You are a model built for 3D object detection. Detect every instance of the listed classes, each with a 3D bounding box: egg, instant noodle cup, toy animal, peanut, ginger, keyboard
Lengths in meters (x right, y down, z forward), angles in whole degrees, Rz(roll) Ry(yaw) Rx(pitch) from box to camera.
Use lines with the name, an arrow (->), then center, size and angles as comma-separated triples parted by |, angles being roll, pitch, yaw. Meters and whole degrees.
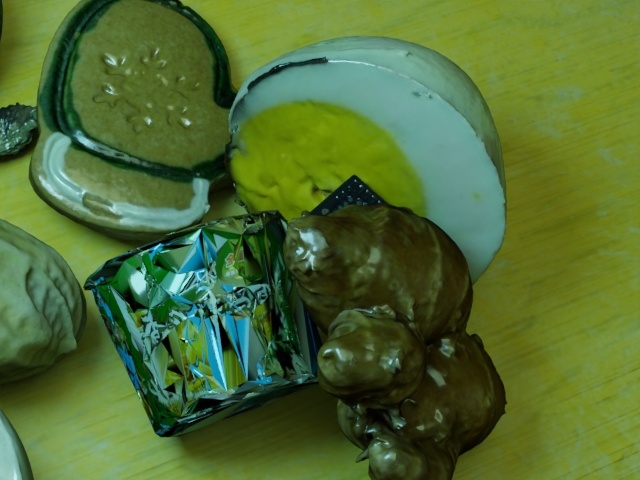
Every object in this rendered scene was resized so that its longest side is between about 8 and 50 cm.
egg -> 0.067, -0.107, 1.702 | 0.337, 0.337, 0.201 | 24, 44, 0
instant noodle cup -> -0.111, 0.093, 1.596 | 0.240, 0.240, 0.178 | -16, 80, -20
toy animal -> -0.410, -0.100, 1.708 | 0.220, 0.069, 0.086 | -12, 45, -24
peanut -> -0.367, 0.042, 1.521 | 0.340, 0.158, 0.174 | 36, 43, -41
ginger -> 0.068, 0.111, 1.557 | 0.274, 0.153, 0.357 | -51, 126, -51
keyboard -> 0.000, 0.000, 1.676 | 0.064, 0.198, 0.010 | 40, 40, -11

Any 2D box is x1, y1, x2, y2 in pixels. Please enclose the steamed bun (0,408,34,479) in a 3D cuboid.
steamed bun -> -0.425, 0.262, 1.434 | 0.324, 0.206, 0.324 | 8, 61, -15

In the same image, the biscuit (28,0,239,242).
biscuit -> -0.183, -0.144, 1.758 | 0.287, 0.057, 0.343 | 17, 54, -14

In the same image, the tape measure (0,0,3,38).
tape measure -> -0.494, -0.256, 1.723 | 0.275, 0.147, 0.256 | 38, 59, 12
